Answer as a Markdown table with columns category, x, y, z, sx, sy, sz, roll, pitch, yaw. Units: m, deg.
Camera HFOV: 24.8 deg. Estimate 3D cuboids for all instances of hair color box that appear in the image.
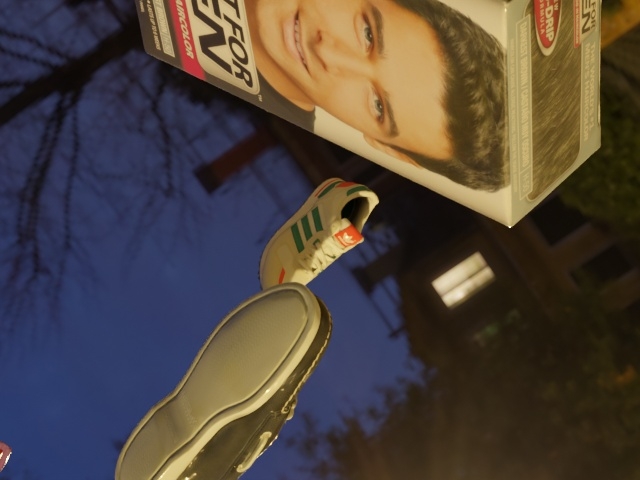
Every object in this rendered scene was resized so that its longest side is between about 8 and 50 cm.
| category | x | y | z | sx | sy | sz | roll | pitch | yaw |
| --- | --- | --- | --- | --- | --- | --- | --- | --- | --- |
| hair color box | 0.018 | -0.176 | 1.049 | 0.374 | 0.113 | 0.185 | 27 | 143 | 33 |

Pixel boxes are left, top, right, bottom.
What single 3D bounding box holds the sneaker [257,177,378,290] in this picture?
| category | x | y | z | sx | sy | sz | roll | pitch | yaw |
| --- | --- | --- | --- | --- | --- | --- | --- | --- | --- |
| sneaker | 0.000 | 0.000 | 1.520 | 0.075 | 0.161 | 0.057 | 9 | 145 | 51 |

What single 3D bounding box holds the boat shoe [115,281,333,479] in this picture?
| category | x | y | z | sx | sy | sz | roll | pitch | yaw |
| --- | --- | --- | --- | --- | --- | --- | --- | --- | --- |
| boat shoe | -0.079 | 0.155 | 1.392 | 0.091 | 0.302 | 0.114 | 23 | -143 | -37 |

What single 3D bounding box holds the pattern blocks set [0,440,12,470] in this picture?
| category | x | y | z | sx | sy | sz | roll | pitch | yaw |
| --- | --- | --- | --- | --- | --- | --- | --- | --- | --- |
| pattern blocks set | -0.338 | 0.298 | 1.138 | 0.026 | 0.325 | 0.285 | 31 | 168 | -4 |
